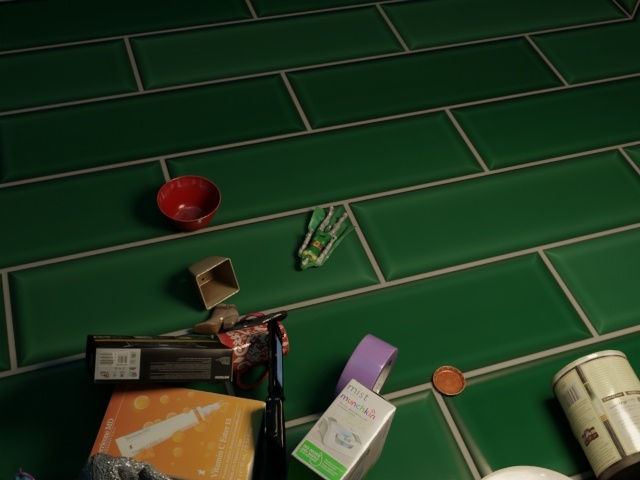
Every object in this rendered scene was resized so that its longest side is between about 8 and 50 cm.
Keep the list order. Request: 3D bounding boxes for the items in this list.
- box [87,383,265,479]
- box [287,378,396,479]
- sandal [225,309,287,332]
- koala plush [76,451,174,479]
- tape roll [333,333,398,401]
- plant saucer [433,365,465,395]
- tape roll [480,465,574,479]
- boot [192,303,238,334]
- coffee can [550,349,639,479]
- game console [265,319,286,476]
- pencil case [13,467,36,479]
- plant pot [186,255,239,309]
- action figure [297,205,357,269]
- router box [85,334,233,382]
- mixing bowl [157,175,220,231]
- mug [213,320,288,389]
[{"bbox_3d":[-0.313,0.466,1.746,0.346,0.168,0.215,8,49,2],"label":"box"},{"bbox_3d":[0.039,0.475,1.712,0.127,0.262,0.231,32,53,19],"label":"box"},{"bbox_3d":[-0.173,0.212,2.043,0.179,0.067,0.040,-17,69,-28],"label":"sandal"},{"bbox_3d":[-0.421,0.560,1.541,0.203,0.196,0.221,47,27,-19],"label":"koala plush"},{"bbox_3d":[0.111,0.329,1.889,0.080,0.189,0.189,27,53,16],"label":"tape roll"},{"bbox_3d":[0.331,0.363,1.995,0.084,0.013,0.083,2,49,-3],"label":"plant saucer"},{"bbox_3d":[0.478,0.688,1.695,0.392,0.072,0.392,3,49,-3],"label":"tape roll"},{"bbox_3d":[-0.277,0.206,2.060,0.119,0.042,0.087,2,43,-5],"label":"boot"},{"bbox_3d":[0.701,0.431,1.848,0.202,0.201,0.275,-8,51,-12],"label":"coffee can"},{"bbox_3d":[-0.103,0.353,1.804,0.044,0.213,0.361,-2,59,-2],"label":"game console"},{"bbox_3d":[-0.686,0.577,1.685,0.070,0.064,0.151,41,55,3],"label":"pencil case"},{"bbox_3d":[-0.302,0.103,2.098,0.109,0.109,0.096,-32,34,-28],"label":"plant pot"},{"bbox_3d":[0.000,0.000,2.247,0.137,0.063,0.232,24,55,11],"label":"action figure"},{"bbox_3d":[-0.384,0.275,1.818,0.309,0.243,0.081,4,89,-21],"label":"router box"},{"bbox_3d":[-0.382,-0.093,2.262,0.182,0.098,0.181,3,50,-4],"label":"mixing bowl"},{"bbox_3d":[-0.173,0.287,1.975,0.169,0.150,0.113,-15,16,-22],"label":"mug"}]
